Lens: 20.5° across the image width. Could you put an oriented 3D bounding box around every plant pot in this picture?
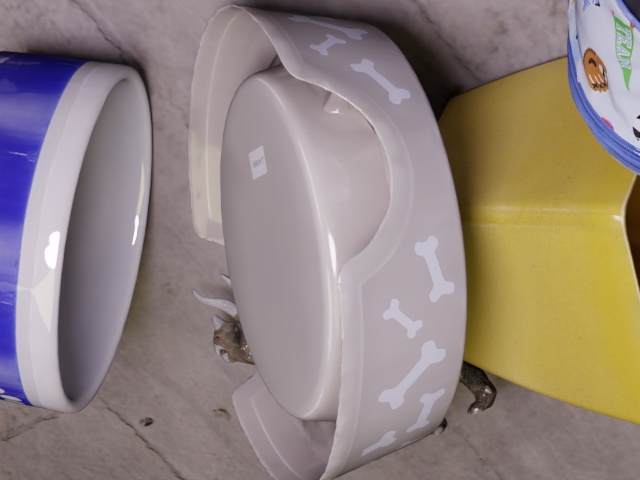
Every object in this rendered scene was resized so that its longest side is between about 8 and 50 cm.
[{"bbox_3d":[0.177,-0.010,1.314,0.187,0.212,0.212,2,132,27],"label":"plant pot"}]

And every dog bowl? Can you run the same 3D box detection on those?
[{"bbox_3d":[0.000,0.000,1.272,0.102,0.349,0.349,-8,135,-19],"label":"dog bowl"},{"bbox_3d":[-0.210,-0.008,1.339,0.104,0.265,0.265,9,132,7],"label":"dog bowl"}]

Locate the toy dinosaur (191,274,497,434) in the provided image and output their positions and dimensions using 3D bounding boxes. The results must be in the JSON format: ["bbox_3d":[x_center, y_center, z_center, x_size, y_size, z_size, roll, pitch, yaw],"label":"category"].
[{"bbox_3d":[0.059,0.081,1.457,0.313,0.121,0.160,-14,95,6],"label":"toy dinosaur"}]

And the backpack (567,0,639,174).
[{"bbox_3d":[0.269,-0.143,1.127,0.276,0.263,0.213,7,132,4],"label":"backpack"}]
